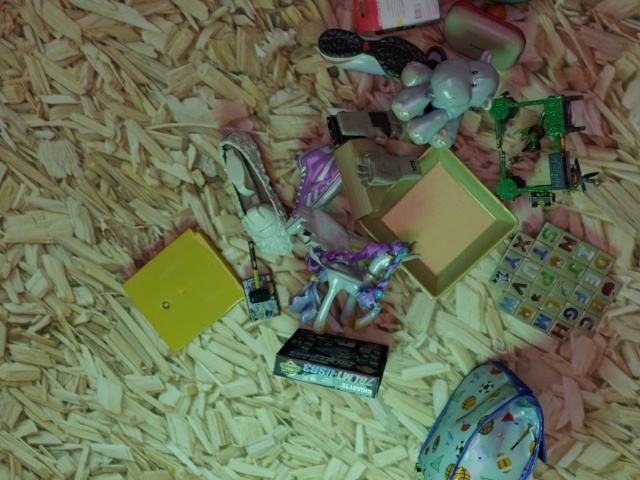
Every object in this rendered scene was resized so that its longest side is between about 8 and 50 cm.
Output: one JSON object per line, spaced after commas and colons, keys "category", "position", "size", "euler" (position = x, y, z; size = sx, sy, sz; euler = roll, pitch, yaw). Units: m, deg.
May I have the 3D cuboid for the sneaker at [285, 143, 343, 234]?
{"category": "sneaker", "position": [-0.039, -0.159, 1.967], "size": [0.161, 0.102, 0.282], "euler": [41, 92, 6]}

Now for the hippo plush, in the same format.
{"category": "hippo plush", "position": [0.355, -0.359, 1.720], "size": [0.294, 0.236, 0.235], "euler": [0, 93, -20]}

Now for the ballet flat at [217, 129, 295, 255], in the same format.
{"category": "ballet flat", "position": [-0.208, -0.130, 1.980], "size": [0.146, 0.147, 0.409], "euler": [-23, 94, 13]}

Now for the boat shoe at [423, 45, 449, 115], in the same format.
{"category": "boat shoe", "position": [0.324, -0.430, 1.864], "size": [0.083, 0.079, 0.233], "euler": [3, 97, 14]}

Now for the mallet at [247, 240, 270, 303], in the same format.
{"category": "mallet", "position": [-0.187, 0.095, 2.014], "size": [0.062, 0.039, 0.190], "euler": [-2, 90, -18]}

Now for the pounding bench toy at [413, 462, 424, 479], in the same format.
{"category": "pounding bench toy", "position": [0.317, 0.701, 2.039], "size": [0.065, 0.052, 0.084], "euler": [-9, 96, 12]}

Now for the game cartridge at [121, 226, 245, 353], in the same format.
{"category": "game cartridge", "position": [-0.427, 0.154, 2.107], "size": [0.323, 0.052, 0.285], "euler": [-38, 90, 11]}

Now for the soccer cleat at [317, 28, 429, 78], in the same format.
{"category": "soccer cleat", "position": [0.150, -0.515, 1.870], "size": [0.317, 0.116, 0.109], "euler": [13, 88, 5]}

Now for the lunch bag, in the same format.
{"category": "lunch bag", "position": [0.459, 0.546, 1.837], "size": [0.238, 0.328, 0.386], "euler": [24, 94, -3]}

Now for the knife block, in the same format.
{"category": "knife block", "position": [0.092, -0.228, 1.862], "size": [0.242, 0.276, 0.088], "euler": [36, 148, -17]}

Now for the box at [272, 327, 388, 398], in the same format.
{"category": "box", "position": [0.039, 0.345, 1.917], "size": [0.295, 0.293, 0.074], "euler": [10, 100, 9]}

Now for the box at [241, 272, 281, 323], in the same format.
{"category": "box", "position": [-0.183, 0.177, 2.052], "size": [0.093, 0.027, 0.137], "euler": [-14, 96, -16]}

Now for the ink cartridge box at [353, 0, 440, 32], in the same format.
{"category": "ink cartridge box", "position": [0.211, -0.656, 1.851], "size": [0.230, 0.078, 0.134], "euler": [-7, 96, 12]}

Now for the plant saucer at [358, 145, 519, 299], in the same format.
{"category": "plant saucer", "position": [0.335, -0.058, 1.914], "size": [0.333, 0.081, 0.333], "euler": [46, 103, 1]}

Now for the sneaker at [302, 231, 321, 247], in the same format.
{"category": "sneaker", "position": [0.000, 0.000, 2.011], "size": [0.109, 0.040, 0.044], "euler": [5, 115, 13]}

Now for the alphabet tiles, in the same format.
{"category": "alphabet tiles", "position": [0.665, 0.122, 1.883], "size": [0.342, 0.011, 0.285], "euler": [27, 102, -4]}

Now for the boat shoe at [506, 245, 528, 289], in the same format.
{"category": "boat shoe", "position": [0.566, 0.076, 1.905], "size": [0.043, 0.049, 0.137], "euler": [-17, 97, 9]}

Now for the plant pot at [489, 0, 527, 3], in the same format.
{"category": "plant pot", "position": [0.457, -0.739, 1.712], "size": [0.196, 0.293, 0.293], "euler": [-10, 97, 39]}

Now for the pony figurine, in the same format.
{"category": "pony figurine", "position": [0.061, 0.093, 1.865], "size": [0.350, 0.303, 0.364], "euler": [21, 120, -23]}

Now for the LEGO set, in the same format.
{"category": "LEGO set", "position": [0.605, -0.262, 1.814], "size": [0.254, 0.192, 0.332], "euler": [-11, 93, 42]}

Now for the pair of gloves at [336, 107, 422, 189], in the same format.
{"category": "pair of gloves", "position": [0.158, -0.259, 1.831], "size": [0.204, 0.042, 0.240], "euler": [-13, 74, -30]}

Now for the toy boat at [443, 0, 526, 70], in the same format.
{"category": "toy boat", "position": [0.454, -0.580, 1.803], "size": [0.231, 0.151, 0.151], "euler": [28, 72, 5]}
